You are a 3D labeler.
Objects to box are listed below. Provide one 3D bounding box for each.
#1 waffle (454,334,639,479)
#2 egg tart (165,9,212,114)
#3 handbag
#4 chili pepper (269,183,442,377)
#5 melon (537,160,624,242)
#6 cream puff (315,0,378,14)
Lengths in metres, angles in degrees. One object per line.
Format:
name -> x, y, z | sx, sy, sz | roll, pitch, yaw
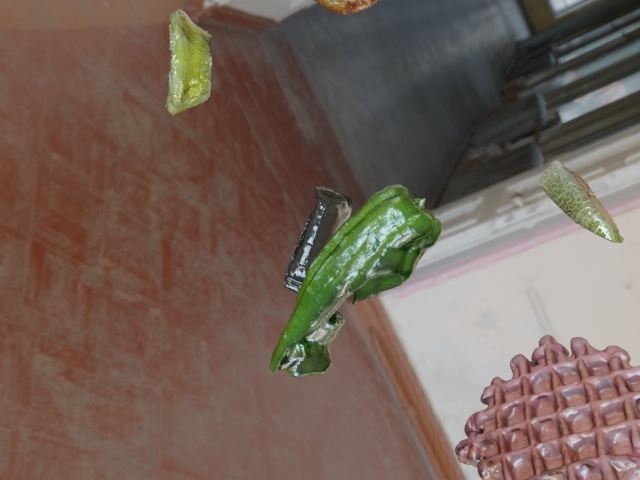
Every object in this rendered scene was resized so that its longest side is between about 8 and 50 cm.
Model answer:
waffle -> 0.268, 0.200, 0.870 | 0.234, 0.221, 0.055 | 24, -25, 54
egg tart -> -0.239, -0.318, 1.442 | 0.197, 0.078, 0.197 | -179, -90, -76
handbag -> 0.000, 0.000, 1.680 | 0.247, 0.080, 0.223 | -23, 132, -84
chili pepper -> 0.030, 0.050, 0.880 | 0.099, 0.253, 0.083 | 22, 24, -39
melon -> 0.460, -0.064, 1.403 | 0.097, 0.054, 0.182 | 18, 32, -23
cream puff -> 0.057, -0.586, 1.639 | 0.164, 0.240, 0.240 | -34, 100, -53
